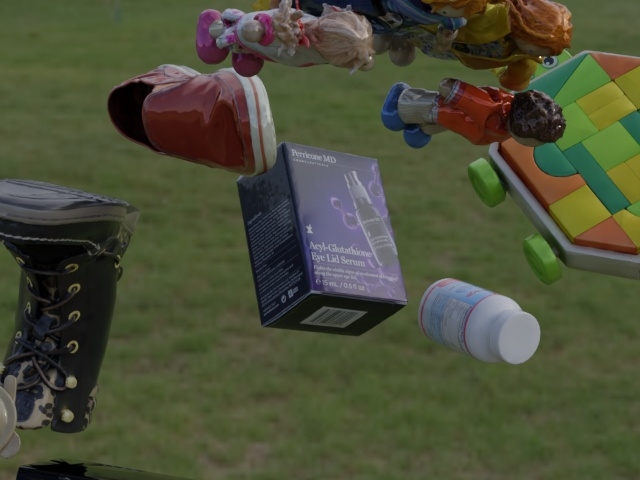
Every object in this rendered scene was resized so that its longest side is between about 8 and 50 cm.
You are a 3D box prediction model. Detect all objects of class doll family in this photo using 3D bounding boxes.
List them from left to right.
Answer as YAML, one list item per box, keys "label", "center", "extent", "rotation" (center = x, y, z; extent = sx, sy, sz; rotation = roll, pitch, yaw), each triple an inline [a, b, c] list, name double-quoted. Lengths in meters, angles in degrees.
- label: "doll family"
  center: [0.059, -0.137, 1.009]
  extent: [0.263, 0.118, 0.163]
  rotation: [16, -7, -40]

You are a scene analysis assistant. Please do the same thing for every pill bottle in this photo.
- label: "pill bottle"
  center: [0.199, 0.104, 2.028]
  extent: [0.087, 0.087, 0.160]
  rotation: [-7, 14, -32]

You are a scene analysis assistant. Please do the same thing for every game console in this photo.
- label: "game console"
  center: [-0.204, 0.249, 1.516]
  extent: [0.213, 0.044, 0.361]
  rotation: [8, -1, 11]

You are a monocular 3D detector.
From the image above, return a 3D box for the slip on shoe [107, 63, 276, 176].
- label: "slip on shoe"
  center: [-0.140, -0.131, 1.780]
  extent: [0.101, 0.123, 0.331]
  rotation: [-17, 19, -26]

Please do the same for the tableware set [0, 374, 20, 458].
- label: "tableware set"
  center: [-0.267, 0.167, 1.090]
  extent: [0.168, 0.141, 0.020]
  rotation: [-9, -17, 4]

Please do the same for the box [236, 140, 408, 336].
- label: "box"
  center: [0.000, 0.000, 1.969]
  extent: [0.153, 0.207, 0.108]
  rotation: [7, -30, -37]

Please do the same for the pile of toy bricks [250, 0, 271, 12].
- label: "pile of toy bricks"
  center: [0.030, -0.246, 1.386]
  extent: [0.212, 0.105, 0.118]
  rotation: [-33, -24, 9]

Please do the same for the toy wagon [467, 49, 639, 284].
- label: "toy wagon"
  center: [0.296, -0.111, 1.790]
  extent: [0.267, 0.068, 0.344]
  rotation: [-29, 58, -7]

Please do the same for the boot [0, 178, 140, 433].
- label: "boot"
  center: [-0.315, 0.079, 1.878]
  extent: [0.138, 0.284, 0.377]
  rotation: [12, 0, 3]
